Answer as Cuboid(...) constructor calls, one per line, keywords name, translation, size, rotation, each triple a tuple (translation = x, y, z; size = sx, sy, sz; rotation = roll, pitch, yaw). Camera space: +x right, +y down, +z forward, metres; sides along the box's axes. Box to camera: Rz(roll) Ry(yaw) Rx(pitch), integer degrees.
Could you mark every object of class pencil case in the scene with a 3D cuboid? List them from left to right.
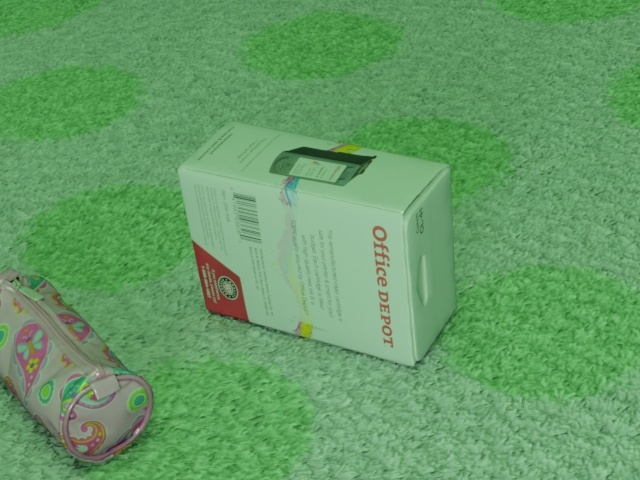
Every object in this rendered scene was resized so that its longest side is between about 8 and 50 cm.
Cuboid(name="pencil case", translation=(-0.307, 0.140, 1.662), size=(0.124, 0.124, 0.284), rotation=(-24, 37, -25))

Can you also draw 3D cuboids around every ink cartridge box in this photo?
Cuboid(name="ink cartridge box", translation=(0.000, 0.000, 1.724), size=(0.306, 0.226, 0.131), rotation=(13, 39, 26))
